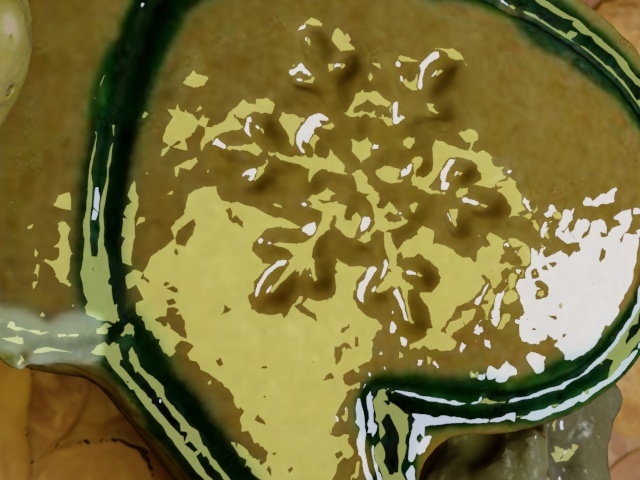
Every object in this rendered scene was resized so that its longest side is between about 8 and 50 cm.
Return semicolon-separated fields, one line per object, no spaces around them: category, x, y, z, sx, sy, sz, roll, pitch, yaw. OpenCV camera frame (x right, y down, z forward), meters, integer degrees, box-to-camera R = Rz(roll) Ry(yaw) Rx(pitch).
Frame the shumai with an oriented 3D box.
shumai;0.102;0.159;0.581;0.206;0.166;0.176;39;32;-58

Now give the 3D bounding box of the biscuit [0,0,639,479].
biscuit;0.001;0.000;0.493;0.343;0.057;0.287;11;83;-16

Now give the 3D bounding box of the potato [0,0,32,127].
potato;-0.167;-0.039;0.396;0.170;0.107;0.080;-42;140;19
